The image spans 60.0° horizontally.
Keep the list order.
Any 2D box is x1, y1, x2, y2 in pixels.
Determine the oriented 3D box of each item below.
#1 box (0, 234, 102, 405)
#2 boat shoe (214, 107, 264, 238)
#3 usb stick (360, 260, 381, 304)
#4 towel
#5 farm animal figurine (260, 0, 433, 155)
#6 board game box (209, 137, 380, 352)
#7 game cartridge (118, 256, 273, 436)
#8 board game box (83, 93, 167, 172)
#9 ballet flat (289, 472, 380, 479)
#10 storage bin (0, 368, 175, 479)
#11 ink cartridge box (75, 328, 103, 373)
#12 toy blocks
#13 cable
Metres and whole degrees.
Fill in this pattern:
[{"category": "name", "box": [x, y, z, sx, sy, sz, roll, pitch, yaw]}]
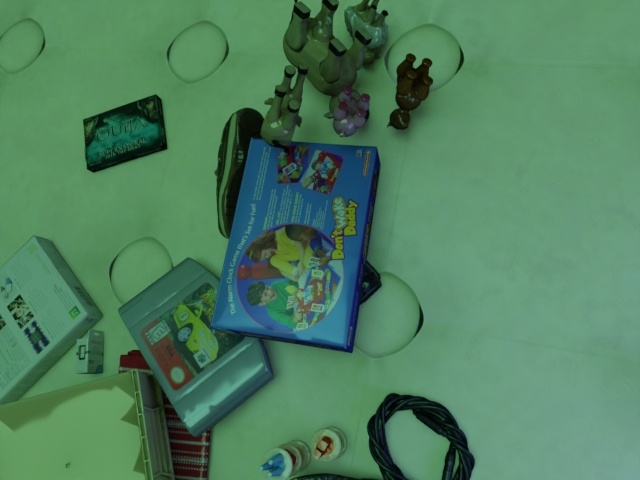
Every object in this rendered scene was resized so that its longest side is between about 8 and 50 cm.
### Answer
[{"category": "box", "box": [-0.635, 0.181, 1.149, 0.322, 0.058, 0.232, -43, 70, 1]}, {"category": "boat shoe", "box": [-0.163, -0.125, 1.088, 0.095, 0.095, 0.258, -3, 76, 50]}, {"category": "usb stick", "box": [0.000, 0.000, 1.022, 0.077, 0.045, 0.278, -41, 70, -4]}, {"category": "towel", "box": [-0.294, 0.346, 1.027, 0.198, 0.031, 0.275, 0, 79, 13]}, {"category": "farm animal figurine", "box": [0.015, -0.287, 1.006, 0.330, 0.172, 0.327, -13, 65, -24]}, {"category": "board game box", "box": [-0.036, 0.001, 0.962, 0.233, 0.078, 0.348, 7, 74, 13]}, {"category": "game cartridge", "box": [-0.224, 0.176, 1.013, 0.196, 0.060, 0.294, -36, 64, -11]}, {"category": "board game box", "box": [-0.428, -0.233, 1.208, 0.186, 0.026, 0.126, -15, 74, 12]}, {"category": "ballet flat", "box": [0.025, 0.407, 0.890, 0.173, 0.058, 0.049, 4, 46, 0]}, {"category": "storage bin", "box": [-0.395, 0.374, 0.923, 0.262, 0.123, 0.261, -14, 70, -5]}, {"category": "ink cartridge box", "box": [-0.454, 0.219, 1.092, 0.028, 0.048, 0.084, -8, 74, 14]}, {"category": "toy blocks", "box": [-0.029, 0.344, 0.890, 0.123, 0.148, 0.054, -24, 72, 9]}, {"category": "cable", "box": [0.159, 0.332, 0.895, 0.150, 0.047, 0.185, -26, 71, 8]}]
